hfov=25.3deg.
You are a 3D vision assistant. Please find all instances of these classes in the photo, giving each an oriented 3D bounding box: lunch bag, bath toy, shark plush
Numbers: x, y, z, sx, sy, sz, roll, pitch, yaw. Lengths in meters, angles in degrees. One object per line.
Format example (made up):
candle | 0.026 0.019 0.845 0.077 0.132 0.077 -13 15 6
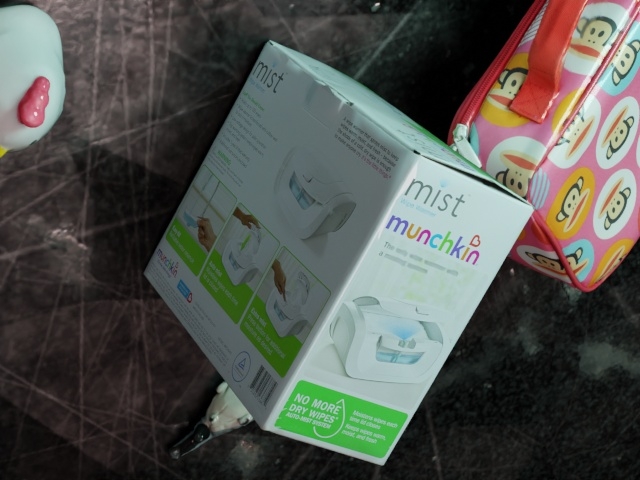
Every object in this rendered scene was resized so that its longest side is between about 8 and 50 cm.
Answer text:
lunch bag | 0.230 -0.125 1.193 0.293 0.120 0.258 -56 146 -11
bath toy | -0.324 -0.137 0.958 0.348 0.129 0.151 20 104 -34
shark plush | -0.061 0.155 1.288 0.161 0.073 0.067 -45 156 -6

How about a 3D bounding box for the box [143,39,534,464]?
box | 0.000 0.000 1.111 0.127 0.262 0.231 22 102 -34
